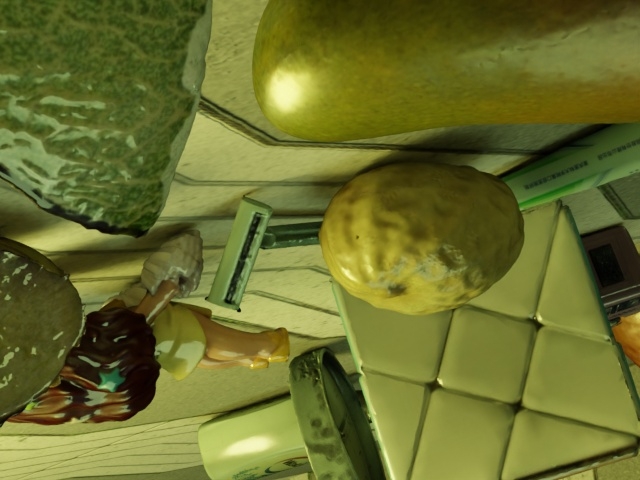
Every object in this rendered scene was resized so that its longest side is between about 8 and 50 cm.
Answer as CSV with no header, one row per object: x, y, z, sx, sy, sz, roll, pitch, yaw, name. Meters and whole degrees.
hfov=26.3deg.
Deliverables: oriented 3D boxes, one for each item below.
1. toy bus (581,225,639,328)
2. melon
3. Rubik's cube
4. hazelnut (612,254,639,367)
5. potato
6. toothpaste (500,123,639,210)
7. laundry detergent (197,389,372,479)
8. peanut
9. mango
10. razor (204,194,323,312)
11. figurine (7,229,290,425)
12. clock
0.245,0.059,1.464,0.199,0.096,0.108,-18,163,-1,toy bus
-0.100,-0.099,0.488,0.139,0.093,0.202,-43,133,2,melon
0.157,0.109,1.258,0.221,0.231,0.224,-18,173,8,Rubik's cube
0.438,0.087,1.663,0.214,0.176,0.214,22,167,5,hazelnut
-0.219,0.026,0.868,0.100,0.089,0.172,-33,138,-15,potato
0.208,-0.060,1.055,0.297,0.048,0.075,-23,173,39,toothpaste
-0.021,0.272,2.005,0.280,0.105,0.215,-20,166,11,laundry detergent
0.072,-0.001,0.983,0.159,0.109,0.140,-9,156,-40,peanut
0.114,-0.107,0.557,0.289,0.129,0.146,-11,176,-6,mango
-0.005,-0.004,1.040,0.211,0.036,0.084,-12,129,-54,razor
-0.145,0.074,1.018,0.240,0.116,0.175,-9,166,-28,figurine
0.024,0.240,1.661,0.049,0.226,0.226,-21,166,10,clock
